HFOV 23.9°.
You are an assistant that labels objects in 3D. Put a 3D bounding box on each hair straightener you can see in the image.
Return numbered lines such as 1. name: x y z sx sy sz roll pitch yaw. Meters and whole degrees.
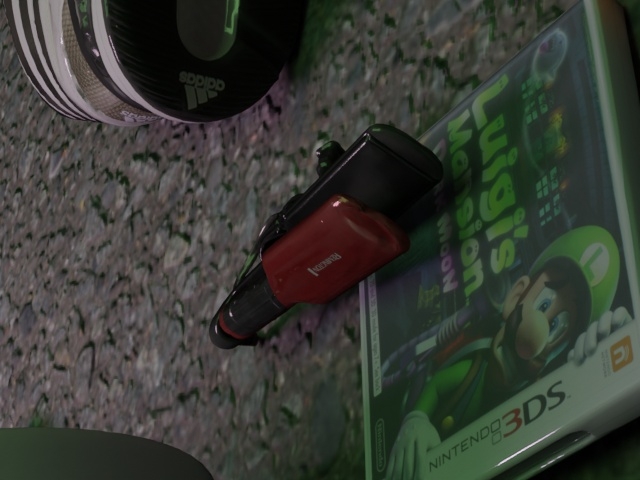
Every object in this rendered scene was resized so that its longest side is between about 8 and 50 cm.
1. hair straightener: 0.000 0.000 0.733 0.089 0.047 0.230 -62 6 -28

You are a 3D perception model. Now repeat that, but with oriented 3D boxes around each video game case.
1. video game case: 0.073 0.014 0.640 0.173 0.022 0.190 -40 39 42

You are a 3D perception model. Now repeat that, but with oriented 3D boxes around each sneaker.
1. sneaker: -0.120 -0.287 0.939 0.257 0.169 0.448 -1 79 55

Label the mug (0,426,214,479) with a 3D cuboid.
1. mug: -0.160 0.306 0.706 0.374 0.276 0.328 102 158 -63
